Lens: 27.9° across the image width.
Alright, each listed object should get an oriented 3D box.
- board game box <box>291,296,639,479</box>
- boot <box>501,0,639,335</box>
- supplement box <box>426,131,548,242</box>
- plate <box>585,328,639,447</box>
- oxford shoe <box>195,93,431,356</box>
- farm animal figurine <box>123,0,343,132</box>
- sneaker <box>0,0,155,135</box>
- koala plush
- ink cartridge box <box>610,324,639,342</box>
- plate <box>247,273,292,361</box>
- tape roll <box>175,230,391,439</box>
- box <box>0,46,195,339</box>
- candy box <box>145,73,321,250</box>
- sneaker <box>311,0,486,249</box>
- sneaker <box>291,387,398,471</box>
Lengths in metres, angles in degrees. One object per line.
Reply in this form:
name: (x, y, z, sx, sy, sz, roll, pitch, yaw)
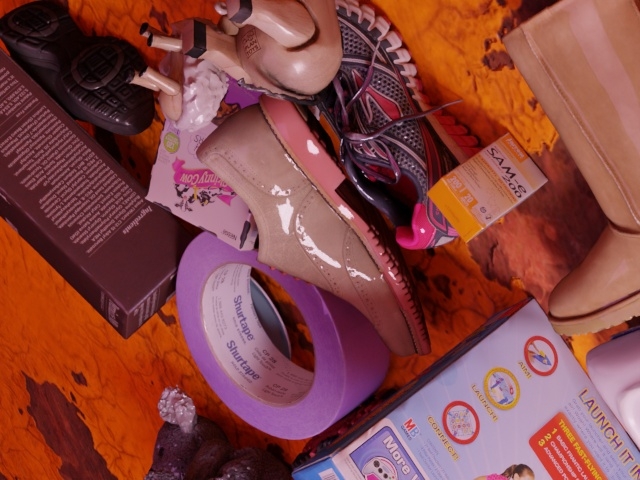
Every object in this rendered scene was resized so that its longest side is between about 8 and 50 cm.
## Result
board game box: (0.177, 0.261, 1.250, 0.308, 0.302, 0.086, 56, 145, 2)
boot: (0.236, -0.069, 1.120, 0.236, 0.089, 0.269, -28, 94, 44)
supplement box: (0.157, -0.051, 1.208, 0.062, 0.098, 0.036, 51, 148, 6)
plate: (0.374, 0.183, 1.094, 0.278, 0.045, 0.277, 56, 147, 1)
oxford shoe: (0.000, 0.000, 1.354, 0.348, 0.130, 0.123, 56, -172, -22)
farm animal figurine: (-0.016, -0.269, 1.175, 0.330, 0.172, 0.327, -9, 68, 52)
sneaker: (-0.303, -0.203, 1.660, 0.286, 0.109, 0.130, 39, 151, 35)
koala plush: (-0.167, 0.330, 1.861, 0.221, 0.203, 0.196, 50, 163, 48)
ink cartridge box: (0.392, 0.140, 1.118, 0.224, 0.045, 0.223, 57, 146, -2)
plate: (-0.099, 0.104, 1.702, 0.188, 0.024, 0.188, 29, 136, 33)
tape roll: (-0.048, 0.097, 1.547, 0.275, 0.090, 0.275, 23, 126, 35)
box: (-0.338, -0.060, 1.680, 0.381, 0.143, 0.191, 42, 163, 4)
candy box: (-0.096, -0.107, 1.425, 0.165, 0.070, 0.196, 27, 107, 35)
sneaker: (0.049, -0.125, 1.271, 0.299, 0.112, 0.121, 49, 144, 13)
sneaker: (0.071, 0.265, 1.582, 0.125, 0.104, 0.262, 43, 151, -5)
